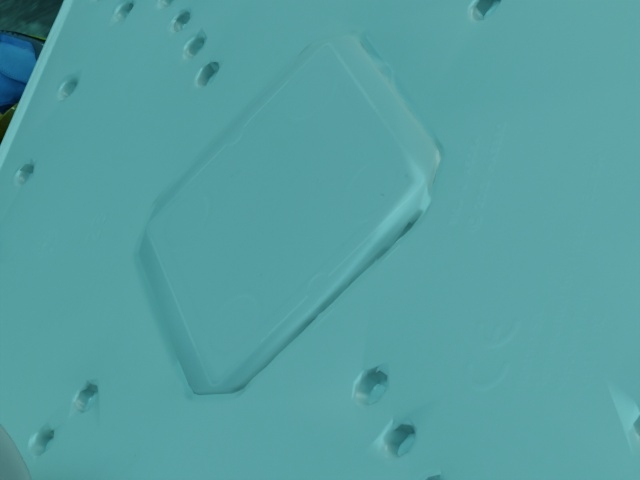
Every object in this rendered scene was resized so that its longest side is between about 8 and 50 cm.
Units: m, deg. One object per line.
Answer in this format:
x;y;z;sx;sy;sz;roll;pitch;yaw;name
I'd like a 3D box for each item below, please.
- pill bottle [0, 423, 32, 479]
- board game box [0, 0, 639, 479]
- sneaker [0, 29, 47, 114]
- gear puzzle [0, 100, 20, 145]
-0.197;0.101;0.537;0.208;0.119;0.119;-5;45;46;pill bottle
0.000;0.000;0.546;0.390;0.050;0.390;-8;55;45;board game box
-0.193;-0.086;0.971;0.209;0.069;0.082;11;90;44;sneaker
-0.250;0.033;0.842;0.339;0.044;0.175;-43;9;3;gear puzzle
